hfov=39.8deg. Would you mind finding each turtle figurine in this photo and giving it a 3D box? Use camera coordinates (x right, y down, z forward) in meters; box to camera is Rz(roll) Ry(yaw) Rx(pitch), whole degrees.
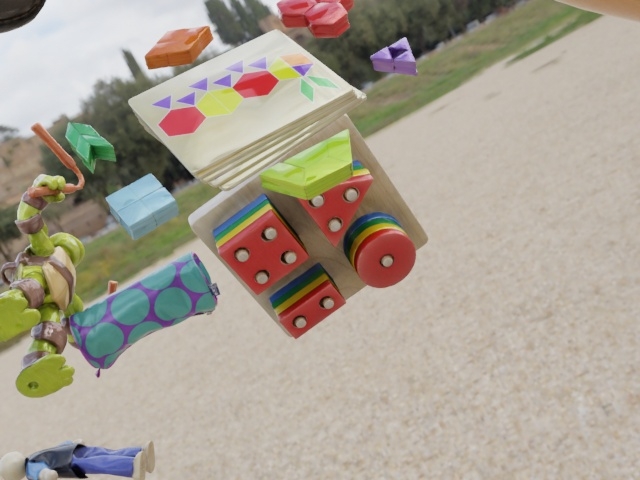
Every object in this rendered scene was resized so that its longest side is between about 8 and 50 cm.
[{"bbox_3d":[-0.277,0.036,0.878,0.087,0.270,0.217,-7,28,1],"label":"turtle figurine"}]

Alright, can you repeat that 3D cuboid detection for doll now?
[{"bbox_3d":[-0.307,0.275,1.092,0.188,0.046,0.129,-2,6,6],"label":"doll"}]

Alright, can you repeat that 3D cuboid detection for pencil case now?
[{"bbox_3d":[-0.179,0.074,0.914,0.151,0.070,0.064,-28,11,-10],"label":"pencil case"}]

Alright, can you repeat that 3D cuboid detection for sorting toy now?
[{"bbox_3d":[0.000,0.000,1.212,0.255,0.257,0.089,-36,34,4],"label":"sorting toy"}]

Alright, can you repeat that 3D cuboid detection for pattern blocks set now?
[{"bbox_3d":[-0.066,-0.126,0.812,0.324,0.026,0.285,-24,47,-13],"label":"pattern blocks set"}]

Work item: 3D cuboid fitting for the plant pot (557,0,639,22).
[{"bbox_3d":[0.240,-0.244,0.523,0.203,0.291,0.291,6,21,23],"label":"plant pot"}]

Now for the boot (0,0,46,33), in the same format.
[{"bbox_3d":[-0.252,-0.212,0.524,0.263,0.091,0.229,16,-12,-38],"label":"boot"}]
